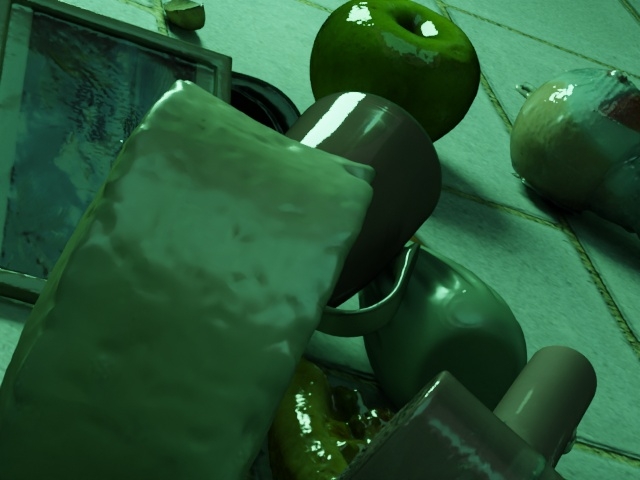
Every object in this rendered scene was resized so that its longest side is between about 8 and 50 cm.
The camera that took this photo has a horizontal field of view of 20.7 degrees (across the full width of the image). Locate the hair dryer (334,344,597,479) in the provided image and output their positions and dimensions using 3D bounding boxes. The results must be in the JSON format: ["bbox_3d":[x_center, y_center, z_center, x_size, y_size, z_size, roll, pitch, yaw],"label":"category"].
[{"bbox_3d":[0.153,0.161,1.197,0.210,0.125,0.352,43,28,3],"label":"hair dryer"}]

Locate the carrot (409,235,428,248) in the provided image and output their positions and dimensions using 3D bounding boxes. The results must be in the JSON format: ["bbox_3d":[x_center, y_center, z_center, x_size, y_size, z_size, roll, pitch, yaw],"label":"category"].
[{"bbox_3d":[0.049,-0.014,1.746,0.161,0.055,0.055,41,26,15],"label":"carrot"}]

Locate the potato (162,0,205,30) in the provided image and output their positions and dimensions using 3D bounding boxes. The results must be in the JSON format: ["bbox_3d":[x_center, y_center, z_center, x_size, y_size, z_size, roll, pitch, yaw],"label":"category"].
[{"bbox_3d":[-0.163,-0.266,2.088,0.037,0.036,0.093,-23,20,-14],"label":"potato"}]

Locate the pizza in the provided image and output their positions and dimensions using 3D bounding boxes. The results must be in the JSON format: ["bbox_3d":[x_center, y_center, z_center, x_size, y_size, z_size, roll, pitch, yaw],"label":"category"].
[{"bbox_3d":[0.059,0.202,1.258,0.258,0.087,0.268,24,25,3],"label":"pizza"}]

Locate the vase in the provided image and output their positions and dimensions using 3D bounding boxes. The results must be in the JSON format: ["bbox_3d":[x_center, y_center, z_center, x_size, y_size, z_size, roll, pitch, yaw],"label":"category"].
[{"bbox_3d":[0.092,0.069,1.524,0.128,0.128,0.248,17,16,-19],"label":"vase"}]

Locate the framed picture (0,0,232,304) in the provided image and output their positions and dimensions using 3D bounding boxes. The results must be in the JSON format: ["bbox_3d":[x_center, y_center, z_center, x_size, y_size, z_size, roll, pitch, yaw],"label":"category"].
[{"bbox_3d":[-0.186,-0.068,1.478,0.232,0.024,0.315,16,52,-22],"label":"framed picture"}]

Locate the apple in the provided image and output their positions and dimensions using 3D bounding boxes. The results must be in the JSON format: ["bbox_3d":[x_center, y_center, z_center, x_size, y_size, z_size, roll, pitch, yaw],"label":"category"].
[{"bbox_3d":[0.081,-0.191,2.011,0.196,0.157,0.196,21,24,-10],"label":"apple"}]

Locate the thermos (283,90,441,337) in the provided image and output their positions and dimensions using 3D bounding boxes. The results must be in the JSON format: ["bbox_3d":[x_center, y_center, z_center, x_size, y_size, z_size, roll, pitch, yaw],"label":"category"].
[{"bbox_3d":[0.000,0.000,1.452,0.176,0.146,0.265,15,36,17],"label":"thermos"}]

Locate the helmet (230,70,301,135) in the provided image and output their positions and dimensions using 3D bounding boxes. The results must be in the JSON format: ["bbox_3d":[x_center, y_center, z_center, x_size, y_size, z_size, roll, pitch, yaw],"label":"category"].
[{"bbox_3d":[-0.108,-0.073,1.615,0.177,0.107,0.153,-17,65,-38],"label":"helmet"}]

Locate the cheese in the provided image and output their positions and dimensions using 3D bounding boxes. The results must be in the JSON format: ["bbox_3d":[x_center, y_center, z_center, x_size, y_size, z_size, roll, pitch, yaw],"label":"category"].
[{"bbox_3d":[-0.102,0.075,1.089,0.153,0.332,0.292,25,50,-2],"label":"cheese"}]

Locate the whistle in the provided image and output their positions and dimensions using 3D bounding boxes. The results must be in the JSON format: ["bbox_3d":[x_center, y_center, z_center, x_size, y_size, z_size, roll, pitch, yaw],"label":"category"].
[{"bbox_3d":[0.361,-0.083,2.080,0.348,0.189,0.189,47,29,19],"label":"whistle"}]
